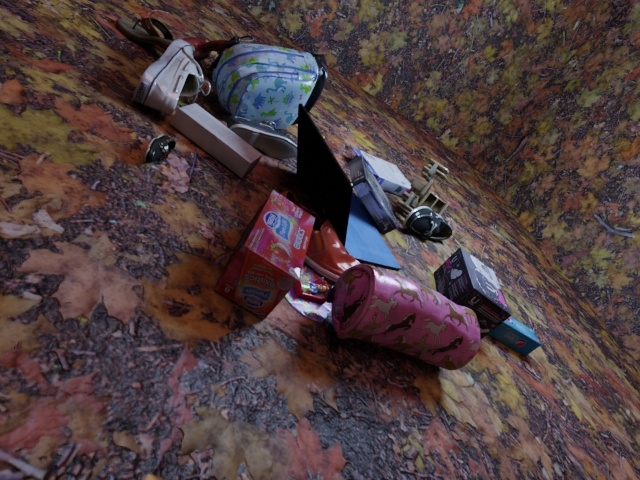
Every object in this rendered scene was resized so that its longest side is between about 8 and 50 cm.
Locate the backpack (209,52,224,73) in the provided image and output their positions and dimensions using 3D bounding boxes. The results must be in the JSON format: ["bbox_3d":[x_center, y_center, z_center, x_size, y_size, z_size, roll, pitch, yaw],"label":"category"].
[{"bbox_3d":[-0.299,-0.605,1.598,0.182,0.115,0.152,45,26,5],"label":"backpack"}]

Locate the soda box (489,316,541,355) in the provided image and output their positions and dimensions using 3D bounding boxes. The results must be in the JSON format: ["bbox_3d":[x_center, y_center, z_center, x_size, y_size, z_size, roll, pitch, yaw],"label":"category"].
[{"bbox_3d":[0.633,0.305,1.444,0.210,0.071,0.067,30,28,-18],"label":"soda box"}]

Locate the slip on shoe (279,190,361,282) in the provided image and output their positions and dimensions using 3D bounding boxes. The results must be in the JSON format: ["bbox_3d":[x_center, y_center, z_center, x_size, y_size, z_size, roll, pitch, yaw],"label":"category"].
[{"bbox_3d":[0.000,0.000,1.091,0.331,0.101,0.123,40,25,-2],"label":"slip on shoe"}]

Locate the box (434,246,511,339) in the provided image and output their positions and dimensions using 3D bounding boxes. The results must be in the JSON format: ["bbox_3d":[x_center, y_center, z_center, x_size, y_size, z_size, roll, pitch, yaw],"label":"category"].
[{"bbox_3d":[0.485,0.166,1.393,0.163,0.142,0.247,34,29,-10],"label":"box"}]

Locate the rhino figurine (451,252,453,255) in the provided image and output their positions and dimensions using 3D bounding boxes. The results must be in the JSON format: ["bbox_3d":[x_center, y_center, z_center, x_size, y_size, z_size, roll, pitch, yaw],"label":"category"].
[{"bbox_3d":[0.576,0.137,1.622,0.106,0.073,0.243,-11,55,-51],"label":"rhino figurine"}]

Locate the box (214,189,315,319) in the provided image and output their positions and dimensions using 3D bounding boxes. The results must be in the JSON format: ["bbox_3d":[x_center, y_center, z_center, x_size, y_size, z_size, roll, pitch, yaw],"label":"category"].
[{"bbox_3d":[-0.107,0.020,0.901,0.122,0.128,0.257,33,29,-12],"label":"box"}]

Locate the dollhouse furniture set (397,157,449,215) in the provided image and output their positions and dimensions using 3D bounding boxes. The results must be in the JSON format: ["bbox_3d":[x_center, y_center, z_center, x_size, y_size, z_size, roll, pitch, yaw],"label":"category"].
[{"bbox_3d":[0.441,-0.175,1.759,0.161,0.212,0.242,38,0,12],"label":"dollhouse furniture set"}]

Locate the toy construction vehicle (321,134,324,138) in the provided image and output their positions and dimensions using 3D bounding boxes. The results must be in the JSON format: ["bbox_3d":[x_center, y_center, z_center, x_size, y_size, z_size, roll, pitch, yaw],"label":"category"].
[{"bbox_3d":[-0.030,-0.444,1.783,0.098,0.035,0.086,38,17,-9],"label":"toy construction vehicle"}]

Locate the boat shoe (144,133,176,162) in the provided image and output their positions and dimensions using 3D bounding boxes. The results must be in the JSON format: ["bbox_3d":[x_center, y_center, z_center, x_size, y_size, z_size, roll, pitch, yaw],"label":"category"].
[{"bbox_3d":[-0.373,-0.212,1.002,0.042,0.049,0.133,24,26,-11],"label":"boat shoe"}]

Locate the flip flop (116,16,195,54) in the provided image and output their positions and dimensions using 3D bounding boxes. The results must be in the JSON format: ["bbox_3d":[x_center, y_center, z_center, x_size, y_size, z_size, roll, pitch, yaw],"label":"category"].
[{"bbox_3d":[-0.536,-0.682,1.413,0.276,0.080,0.112,23,27,11],"label":"flip flop"}]

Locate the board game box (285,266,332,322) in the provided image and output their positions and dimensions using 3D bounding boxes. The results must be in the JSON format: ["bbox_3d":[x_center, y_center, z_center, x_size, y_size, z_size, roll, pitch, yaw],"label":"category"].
[{"bbox_3d":[-0.017,0.108,0.985,0.133,0.033,0.168,43,27,5],"label":"board game box"}]

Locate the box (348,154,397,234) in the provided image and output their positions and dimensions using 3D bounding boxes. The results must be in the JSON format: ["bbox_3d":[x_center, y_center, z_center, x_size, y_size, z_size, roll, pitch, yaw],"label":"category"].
[{"bbox_3d":[0.181,-0.161,1.505,0.231,0.056,0.183,53,19,-30],"label":"box"}]

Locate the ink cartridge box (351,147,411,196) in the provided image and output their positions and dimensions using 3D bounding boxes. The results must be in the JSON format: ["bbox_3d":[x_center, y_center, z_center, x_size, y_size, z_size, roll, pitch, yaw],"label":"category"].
[{"bbox_3d":[0.265,-0.292,1.881,0.311,0.065,0.186,14,37,-44],"label":"ink cartridge box"}]

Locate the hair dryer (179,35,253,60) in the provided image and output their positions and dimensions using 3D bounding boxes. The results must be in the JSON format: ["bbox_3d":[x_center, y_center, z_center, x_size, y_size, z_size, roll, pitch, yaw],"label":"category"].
[{"bbox_3d":[-0.403,-0.706,1.542,0.293,0.080,0.223,-18,15,-18],"label":"hair dryer"}]

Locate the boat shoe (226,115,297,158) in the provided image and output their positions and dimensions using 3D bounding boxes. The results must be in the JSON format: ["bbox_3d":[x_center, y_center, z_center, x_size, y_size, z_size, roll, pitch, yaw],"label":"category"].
[{"bbox_3d":[-0.179,-0.327,1.366,0.254,0.095,0.079,8,51,-31],"label":"boat shoe"}]

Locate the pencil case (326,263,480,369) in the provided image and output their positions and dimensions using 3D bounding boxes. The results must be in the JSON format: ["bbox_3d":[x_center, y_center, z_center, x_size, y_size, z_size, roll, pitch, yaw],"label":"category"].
[{"bbox_3d":[0.201,0.185,0.992,0.385,0.167,0.160,23,55,-29],"label":"pencil case"}]

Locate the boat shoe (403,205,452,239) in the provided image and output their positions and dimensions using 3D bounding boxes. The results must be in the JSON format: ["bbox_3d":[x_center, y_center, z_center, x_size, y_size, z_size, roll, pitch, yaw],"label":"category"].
[{"bbox_3d":[0.432,-0.060,1.690,0.302,0.114,0.091,1,40,-49],"label":"boat shoe"}]

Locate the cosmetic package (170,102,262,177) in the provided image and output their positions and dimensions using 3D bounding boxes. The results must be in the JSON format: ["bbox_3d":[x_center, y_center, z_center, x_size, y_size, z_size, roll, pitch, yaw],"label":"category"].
[{"bbox_3d":[-0.285,-0.277,1.192,0.239,0.060,0.099,37,25,-5],"label":"cosmetic package"}]

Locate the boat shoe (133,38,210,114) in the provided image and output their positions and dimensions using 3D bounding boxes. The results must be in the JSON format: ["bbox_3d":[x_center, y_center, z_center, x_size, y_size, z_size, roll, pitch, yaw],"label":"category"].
[{"bbox_3d":[-0.399,-0.464,1.249,0.156,0.136,0.367,28,32,-20],"label":"boat shoe"}]

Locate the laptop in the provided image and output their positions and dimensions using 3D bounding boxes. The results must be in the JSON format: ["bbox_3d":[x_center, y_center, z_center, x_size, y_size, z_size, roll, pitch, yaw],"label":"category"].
[{"bbox_3d":[0.094,-0.150,1.296,0.236,0.408,0.382,-14,50,-16],"label":"laptop"}]

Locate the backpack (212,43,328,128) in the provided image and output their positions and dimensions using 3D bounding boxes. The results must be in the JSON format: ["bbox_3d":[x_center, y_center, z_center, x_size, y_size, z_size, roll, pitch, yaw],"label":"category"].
[{"bbox_3d":[-0.183,-0.518,1.455,0.355,0.290,0.274,12,53,-31],"label":"backpack"}]
